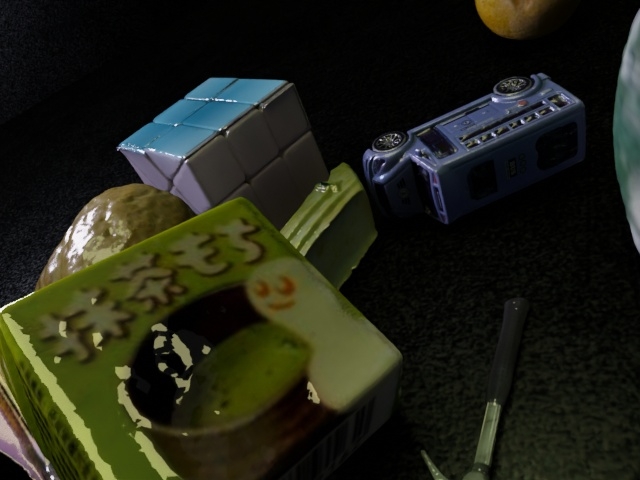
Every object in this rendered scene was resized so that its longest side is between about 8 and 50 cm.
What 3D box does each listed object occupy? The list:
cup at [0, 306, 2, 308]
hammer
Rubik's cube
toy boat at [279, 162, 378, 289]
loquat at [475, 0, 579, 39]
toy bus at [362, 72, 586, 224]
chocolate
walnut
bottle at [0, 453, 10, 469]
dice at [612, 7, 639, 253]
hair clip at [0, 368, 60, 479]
[{"bbox_3d":[-0.597,0.204,0.811,0.234,0.186,0.258,19,85,34],"label":"cup"},{"bbox_3d":[0.174,0.153,0.521,0.103,0.029,0.246,1,43,30],"label":"hammer"},{"bbox_3d":[-0.153,-0.123,0.872,0.231,0.221,0.224,18,54,42],"label":"Rubik's cube"},{"bbox_3d":[0.006,0.000,0.727,0.084,0.111,0.276,12,50,36],"label":"toy boat"},{"bbox_3d":[0.412,-0.504,1.015,0.213,0.213,0.213,-16,39,13],"label":"loquat"},{"bbox_3d":[0.215,-0.117,0.734,0.292,0.125,0.133,-24,38,0],"label":"toy bus"},{"bbox_3d":[-0.108,0.120,0.491,0.301,0.137,0.289,-30,61,-34],"label":"chocolate"},{"bbox_3d":[-0.260,0.057,0.718,0.283,0.227,0.283,-5,43,5],"label":"walnut"},{"bbox_3d":[-0.475,0.266,0.671,0.144,0.144,0.336,14,55,40],"label":"bottle"},{"bbox_3d":[0.453,-0.071,0.377,0.331,0.348,0.328,-13,39,7],"label":"dice"},{"bbox_3d":[-0.300,0.228,0.580,0.359,0.095,0.110,37,86,31],"label":"hair clip"}]
